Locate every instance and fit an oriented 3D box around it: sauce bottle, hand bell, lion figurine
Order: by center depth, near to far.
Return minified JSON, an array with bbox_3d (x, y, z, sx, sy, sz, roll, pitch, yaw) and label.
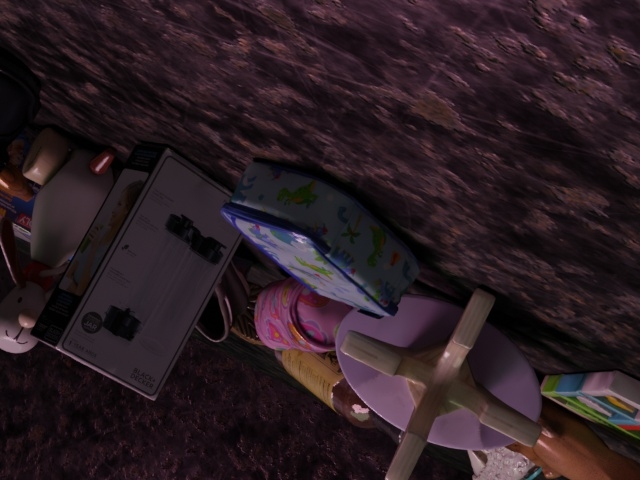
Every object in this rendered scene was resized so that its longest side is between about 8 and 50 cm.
[{"bbox_3d":[0.362,0.305,1.803,0.392,0.142,0.240,24,171,39],"label":"lion figurine"},{"bbox_3d":[-0.507,-0.139,1.860,0.242,0.126,0.126,45,161,-32],"label":"hand bell"},{"bbox_3d":[0.056,0.226,2.038,0.111,0.111,0.344,38,176,-41],"label":"sauce bottle"}]

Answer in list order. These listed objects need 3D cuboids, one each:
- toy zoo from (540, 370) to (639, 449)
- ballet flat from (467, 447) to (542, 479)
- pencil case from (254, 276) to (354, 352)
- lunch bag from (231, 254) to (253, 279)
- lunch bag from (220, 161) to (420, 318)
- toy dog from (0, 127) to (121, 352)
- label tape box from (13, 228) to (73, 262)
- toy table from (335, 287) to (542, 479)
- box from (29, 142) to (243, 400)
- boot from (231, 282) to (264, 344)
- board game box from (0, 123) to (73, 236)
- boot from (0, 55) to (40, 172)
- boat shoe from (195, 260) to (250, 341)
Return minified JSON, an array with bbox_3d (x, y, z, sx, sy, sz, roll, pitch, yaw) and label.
[{"bbox_3d":[0.415,0.226,1.652,0.192,0.030,0.293,29,169,-6],"label":"toy zoo"},{"bbox_3d":[0.320,0.356,2.217,0.147,0.147,0.409,26,162,8],"label":"ballet flat"},{"bbox_3d":[-0.021,0.109,1.942,0.124,0.124,0.284,30,169,-9],"label":"pencil case"},{"bbox_3d":[-0.160,0.041,2.112,0.083,0.053,0.071,19,170,-11],"label":"lunch bag"},{"bbox_3d":[0.000,0.000,1.493,0.176,0.090,0.219,21,165,43],"label":"lunch bag"},{"bbox_3d":[-0.357,-0.010,1.824,0.220,0.334,0.161,6,162,-30],"label":"toy dog"},{"bbox_3d":[-0.511,-0.040,2.424,0.333,0.106,0.240,23,168,25],"label":"label tape box"},{"bbox_3d":[0.143,0.171,1.578,0.274,0.252,0.161,14,-177,5],"label":"toy table"},{"bbox_3d":[-0.226,0.039,1.671,0.169,0.290,0.087,34,169,-34],"label":"box"},{"bbox_3d":[-0.123,0.147,2.418,0.236,0.089,0.269,34,172,23],"label":"boot"},{"bbox_3d":[-0.452,-0.068,1.956,0.194,0.194,0.060,32,168,-15],"label":"board game box"},{"bbox_3d":[-0.452,-0.127,1.674,0.094,0.207,0.246,28,168,-1],"label":"boot"},{"bbox_3d":[-0.196,0.040,1.961,0.112,0.095,0.335,3,148,24],"label":"boat shoe"}]
